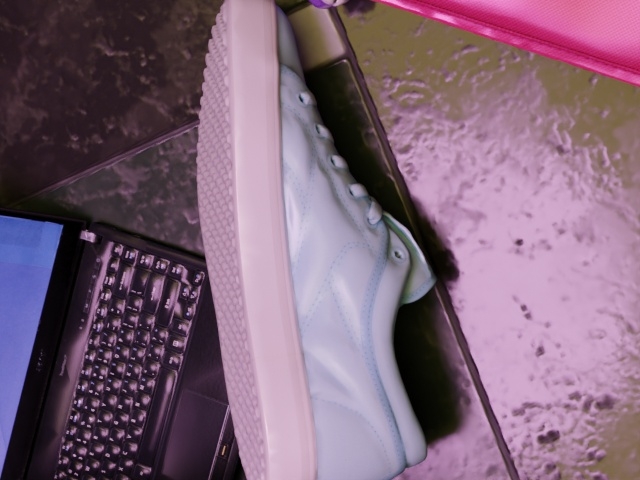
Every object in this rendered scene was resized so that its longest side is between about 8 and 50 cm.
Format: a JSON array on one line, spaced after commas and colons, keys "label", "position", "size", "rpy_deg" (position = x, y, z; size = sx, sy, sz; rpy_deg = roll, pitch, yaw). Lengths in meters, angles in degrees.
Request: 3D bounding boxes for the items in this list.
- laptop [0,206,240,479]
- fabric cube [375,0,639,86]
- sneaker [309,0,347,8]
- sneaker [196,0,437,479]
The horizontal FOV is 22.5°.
[{"label": "laptop", "position": [-0.194, 0.109, 1.191], "size": [0.264, 0.136, 0.234], "rpy_deg": [18, 100, 17]}, {"label": "fabric cube", "position": [0.182, -0.246, 0.951], "size": [0.254, 0.259, 0.258], "rpy_deg": [20, 108, 10]}, {"label": "sneaker", "position": [-0.034, -0.231, 1.162], "size": [0.071, 0.068, 0.170], "rpy_deg": [-43, 71, 32]}, {"label": "sneaker", "position": [0.000, 0.000, 1.145], "size": [0.150, 0.135, 0.366], "rpy_deg": [-4, 83, -18]}]
